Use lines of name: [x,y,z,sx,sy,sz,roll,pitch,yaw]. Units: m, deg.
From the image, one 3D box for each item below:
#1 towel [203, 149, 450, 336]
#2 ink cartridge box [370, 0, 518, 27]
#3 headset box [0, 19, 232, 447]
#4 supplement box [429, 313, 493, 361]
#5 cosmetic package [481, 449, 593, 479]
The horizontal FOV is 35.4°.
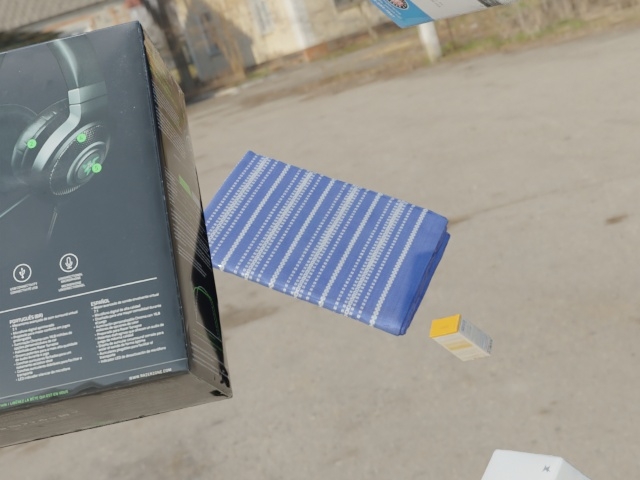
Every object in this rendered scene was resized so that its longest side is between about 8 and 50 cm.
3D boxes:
towel: [0.000,0.000,1.426,0.335,0.040,0.243,19,46,11]
ink cartridge box: [0.131,-0.366,1.094,0.307,0.223,0.129,4,62,58]
headset box: [-0.216,-0.003,0.744,0.246,0.283,0.131,-13,-17,4]
supplement box: [0.246,0.170,1.753,0.062,0.098,0.036,-18,45,43]
cosmetic package: [0.268,0.394,1.145,0.224,0.224,0.138,-60,19,-19]
